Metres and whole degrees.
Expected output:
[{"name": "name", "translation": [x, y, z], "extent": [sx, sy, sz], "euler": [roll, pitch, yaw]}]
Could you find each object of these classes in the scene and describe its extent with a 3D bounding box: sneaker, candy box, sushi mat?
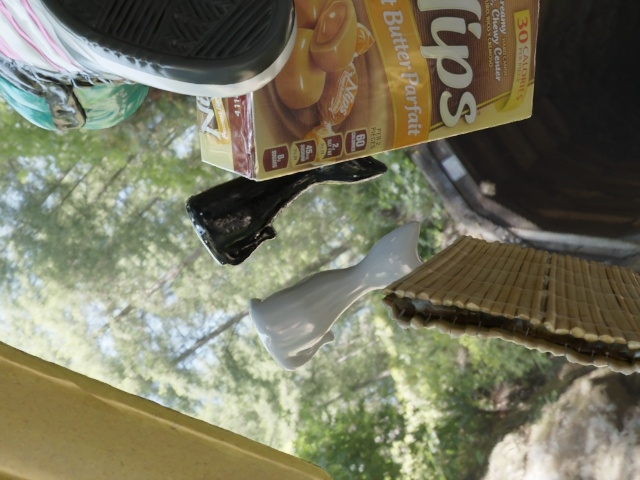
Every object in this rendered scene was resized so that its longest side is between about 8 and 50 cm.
[{"name": "sneaker", "translation": [-0.131, -0.127, 0.470], "extent": [0.296, 0.123, 0.178], "euler": [29, 165, 21]}, {"name": "candy box", "translation": [0.050, -0.173, 0.635], "extent": [0.317, 0.088, 0.182], "euler": [-17, -64, -34]}, {"name": "sushi mat", "translation": [0.144, 0.030, 0.482], "extent": [0.152, 0.019, 0.316], "euler": [12, -172, 16]}]

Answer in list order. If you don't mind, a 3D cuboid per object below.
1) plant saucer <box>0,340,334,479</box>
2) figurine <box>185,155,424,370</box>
[{"name": "plant saucer", "translation": [-0.132, 0.228, 0.364], "extent": [0.333, 0.081, 0.332], "euler": [29, -143, -26]}, {"name": "figurine", "translation": [0.000, 0.000, 0.814], "extent": [0.214, 0.210, 0.092], "euler": [61, 180, -12]}]
